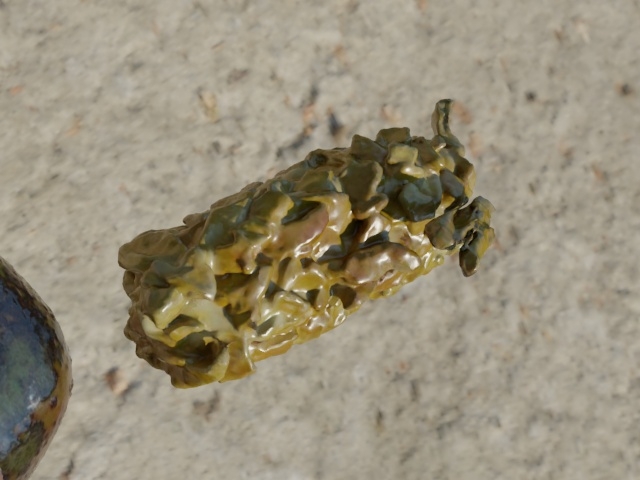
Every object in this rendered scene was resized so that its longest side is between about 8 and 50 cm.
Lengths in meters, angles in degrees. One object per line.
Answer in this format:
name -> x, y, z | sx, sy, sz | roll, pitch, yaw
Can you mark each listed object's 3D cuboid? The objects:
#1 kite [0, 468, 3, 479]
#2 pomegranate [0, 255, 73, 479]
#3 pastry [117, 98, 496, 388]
kite -> -0.270, 0.011, 0.489 | 0.377, 0.013, 0.327 | 35, 51, -11
pomegranate -> -0.347, 0.108, 1.144 | 0.285, 0.285, 0.340 | 55, 17, -13
pastry -> 0.000, 0.000, 0.765 | 0.250, 0.154, 0.102 | -25, 94, -21
